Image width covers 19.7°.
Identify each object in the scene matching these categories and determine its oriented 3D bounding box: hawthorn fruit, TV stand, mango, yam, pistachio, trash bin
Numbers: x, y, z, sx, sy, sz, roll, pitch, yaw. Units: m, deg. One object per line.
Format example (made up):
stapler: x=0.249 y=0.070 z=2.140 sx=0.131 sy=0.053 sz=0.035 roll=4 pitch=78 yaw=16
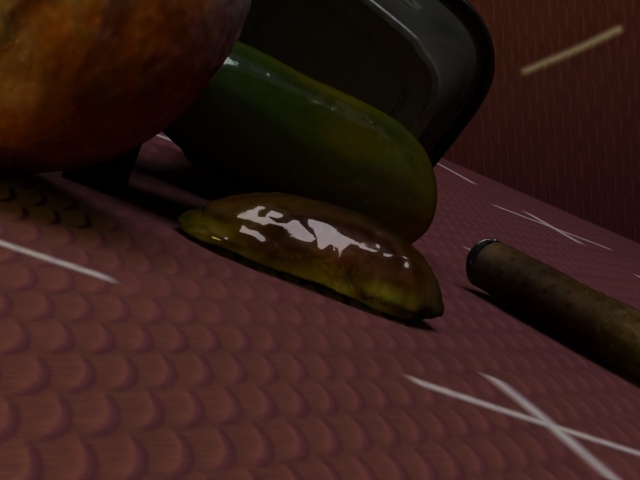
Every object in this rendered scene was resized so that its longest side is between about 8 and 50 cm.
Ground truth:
hawthorn fruit: x=-0.174 y=-0.144 z=1.002 sx=0.235 sy=0.263 sz=0.231 roll=53 pitch=22 yaw=-30
TV stand: x=-0.141 y=-0.074 z=1.254 sx=0.040 sy=0.049 sz=0.256 roll=20 pitch=7 yaw=-7
mango: x=-0.024 y=-0.066 z=1.196 sx=0.237 sy=0.091 sz=0.137 roll=31 pitch=-10 yaw=-21
yam: x=0.195 y=0.058 z=1.319 sx=0.046 sy=0.046 sz=0.264 roll=17 pitch=9 yaw=-38
pistachio: x=0.000 y=0.000 z=1.123 sx=0.173 sy=0.049 sz=0.089 roll=21 pitch=5 yaw=-12
trash bin: x=0.001 y=-0.120 z=1.398 sx=0.220 sy=0.219 sz=0.250 roll=36 pitch=14 yaw=0
